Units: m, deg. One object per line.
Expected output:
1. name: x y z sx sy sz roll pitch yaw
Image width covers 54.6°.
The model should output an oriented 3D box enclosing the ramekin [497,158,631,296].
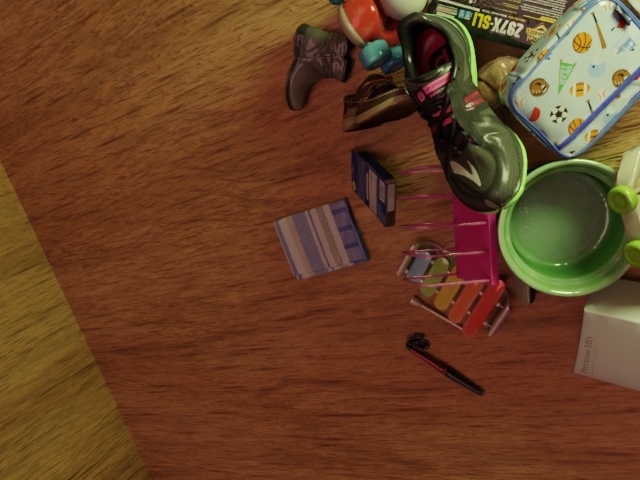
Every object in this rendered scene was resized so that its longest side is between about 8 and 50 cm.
1. ramekin: 0.547 -0.039 1.399 0.303 0.148 0.303 2 103 9

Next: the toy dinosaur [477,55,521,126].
1. toy dinosaur: 0.387 -0.355 1.435 0.295 0.127 0.200 -37 82 32

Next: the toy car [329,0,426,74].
1. toy car: 0.175 -0.545 1.435 0.238 0.210 0.219 -29 84 30

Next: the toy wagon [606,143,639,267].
1. toy wagon: 0.718 -0.039 1.279 0.068 0.267 0.344 3 117 63

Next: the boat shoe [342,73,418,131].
1. boat shoe: 0.132 -0.349 1.526 0.342 0.123 0.123 -172 72 -75

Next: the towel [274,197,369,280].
1. towel: 0.000 0.000 1.893 0.285 0.034 0.209 -17 99 35

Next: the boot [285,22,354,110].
1. boot: -0.001 -0.447 1.665 0.161 0.083 0.246 21 123 17

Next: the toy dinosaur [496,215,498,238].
1. toy dinosaur: 0.474 -0.026 1.576 0.082 0.047 0.090 33 115 -9

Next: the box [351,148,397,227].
1. box: 0.141 -0.149 1.668 0.225 0.036 0.136 -126 27 -51

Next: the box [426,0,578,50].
1. box: 0.410 -0.566 1.348 0.322 0.079 0.257 23 123 22

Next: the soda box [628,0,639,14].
1. soda box: 0.683 -0.454 1.236 0.183 0.058 0.063 52 128 3

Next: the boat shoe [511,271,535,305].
1. boat shoe: 0.524 0.054 1.552 0.079 0.084 0.233 -12 109 -8

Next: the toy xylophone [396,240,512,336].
1. toy xylophone: 0.360 0.145 1.698 0.322 0.081 0.236 27 123 20

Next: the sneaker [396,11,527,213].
1. sneaker: 0.267 -0.268 1.292 0.185 0.202 0.483 -35 65 35

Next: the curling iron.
1. curling iron: 0.364 0.369 1.825 0.274 0.035 0.068 39 127 12

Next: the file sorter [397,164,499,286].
1. file sorter: 0.294 -0.039 1.494 0.182 0.202 0.291 -4 93 -10

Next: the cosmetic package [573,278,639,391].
1. cosmetic package: 0.793 0.235 1.398 0.385 0.156 0.217 10 128 28

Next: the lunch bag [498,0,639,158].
1. lunch bag: 0.542 -0.333 1.269 0.243 0.115 0.303 40 106 -14
